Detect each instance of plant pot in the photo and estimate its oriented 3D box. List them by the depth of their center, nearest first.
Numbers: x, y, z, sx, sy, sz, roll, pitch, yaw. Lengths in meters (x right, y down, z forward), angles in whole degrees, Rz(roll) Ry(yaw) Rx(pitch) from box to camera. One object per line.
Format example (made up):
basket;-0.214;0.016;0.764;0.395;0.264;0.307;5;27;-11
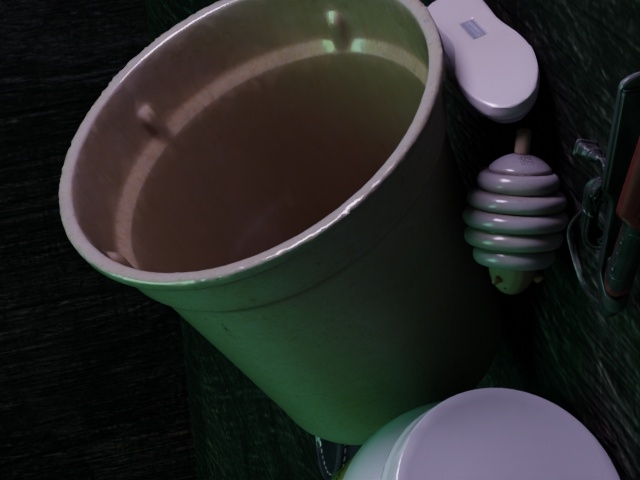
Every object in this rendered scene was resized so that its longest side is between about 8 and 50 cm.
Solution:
plant pot;0.000;0.000;1.447;0.305;0.334;0.334;58;-176;-41

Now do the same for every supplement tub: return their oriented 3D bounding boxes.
supplement tub;0.098;0.266;1.416;0.316;0.228;0.228;125;133;-57

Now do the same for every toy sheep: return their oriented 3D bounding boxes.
toy sheep;0.150;-0.022;1.334;0.091;0.091;0.132;-144;51;-71

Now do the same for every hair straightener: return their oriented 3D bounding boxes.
hair straightener;0.209;-0.033;1.188;0.230;0.047;0.089;88;165;-50

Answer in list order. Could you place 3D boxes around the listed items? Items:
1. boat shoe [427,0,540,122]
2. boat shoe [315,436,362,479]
boat shoe;0.130;-0.134;1.381;0.184;0.066;0.063;-124;12;-54
boat shoe;-0.021;0.058;1.962;0.187;0.156;0.500;-156;55;-72
